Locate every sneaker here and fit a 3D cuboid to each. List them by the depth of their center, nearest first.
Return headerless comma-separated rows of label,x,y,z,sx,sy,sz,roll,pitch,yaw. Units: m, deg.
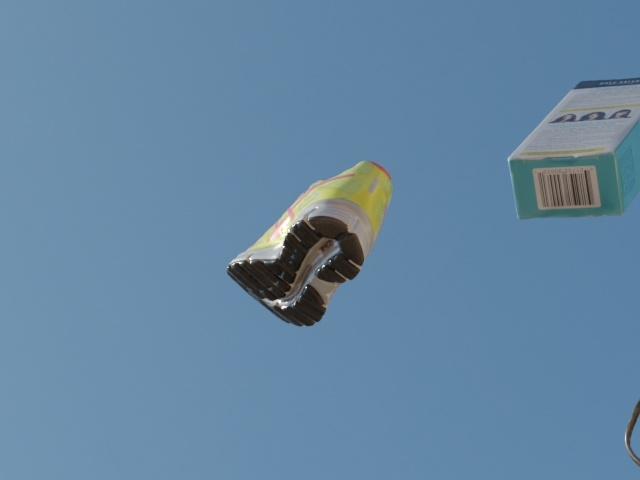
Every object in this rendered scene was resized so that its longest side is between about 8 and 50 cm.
sneaker,0.000,0.000,1.408,0.081,0.208,0.094,39,-120,-11

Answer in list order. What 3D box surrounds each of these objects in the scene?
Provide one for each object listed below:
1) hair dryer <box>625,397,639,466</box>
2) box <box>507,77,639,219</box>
hair dryer,0.439,0.168,1.692,0.293,0.080,0.223,-44,-73,-25
box,0.258,-0.089,1.658,0.101,0.244,0.060,-2,-70,25
